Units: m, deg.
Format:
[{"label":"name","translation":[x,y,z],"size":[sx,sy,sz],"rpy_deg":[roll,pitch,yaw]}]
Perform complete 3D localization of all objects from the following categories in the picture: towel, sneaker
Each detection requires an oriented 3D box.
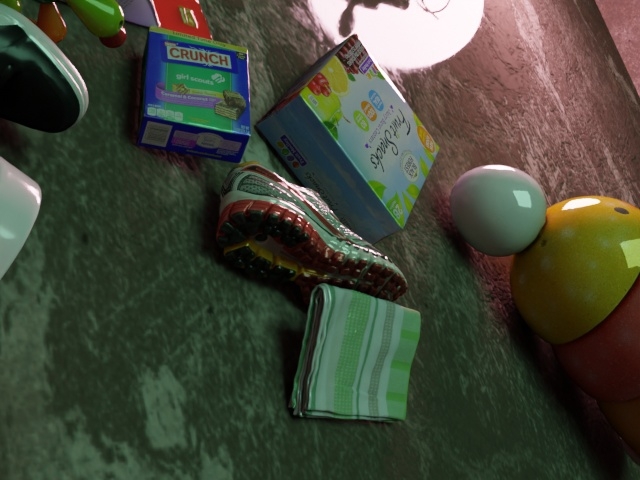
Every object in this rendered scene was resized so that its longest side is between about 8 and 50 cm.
[{"label":"towel","translation":[0.038,0.105,0.766],"size":[0.152,0.023,0.113],"rpy_deg":[18,82,-47]},{"label":"sneaker","translation":[0.000,0.000,0.783],"size":[0.225,0.088,0.093],"rpy_deg":[36,32,-39]},{"label":"sneaker","translation":[-0.257,-0.111,0.525],"size":[0.217,0.079,0.121],"rpy_deg":[36,41,-21]}]

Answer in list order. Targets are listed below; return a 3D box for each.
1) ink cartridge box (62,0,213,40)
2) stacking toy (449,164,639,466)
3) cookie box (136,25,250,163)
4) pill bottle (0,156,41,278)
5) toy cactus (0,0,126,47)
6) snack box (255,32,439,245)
[{"label":"ink cartridge box","translation":[-0.184,-0.286,0.785],"size":[0.224,0.056,0.181],"rpy_deg":[1,64,-53]},{"label":"stacking toy","translation":[0.372,0.059,1.126],"size":[0.479,0.350,0.351],"rpy_deg":[33,38,-12]},{"label":"cookie box","translation":[-0.109,-0.126,0.741],"size":[0.091,0.040,0.107],"rpy_deg":[9,53,-20]},{"label":"pill bottle","translation":[-0.254,-0.047,0.426],"size":[0.208,0.119,0.119],"rpy_deg":[38,38,-31]},{"label":"toy cactus","translation":[-0.223,-0.211,0.576],"size":[0.219,0.112,0.180],"rpy_deg":[42,-3,-12]},{"label":"snack box","translation":[0.039,-0.112,0.944],"size":[0.174,0.070,0.207],"rpy_deg":[52,33,-13]}]
